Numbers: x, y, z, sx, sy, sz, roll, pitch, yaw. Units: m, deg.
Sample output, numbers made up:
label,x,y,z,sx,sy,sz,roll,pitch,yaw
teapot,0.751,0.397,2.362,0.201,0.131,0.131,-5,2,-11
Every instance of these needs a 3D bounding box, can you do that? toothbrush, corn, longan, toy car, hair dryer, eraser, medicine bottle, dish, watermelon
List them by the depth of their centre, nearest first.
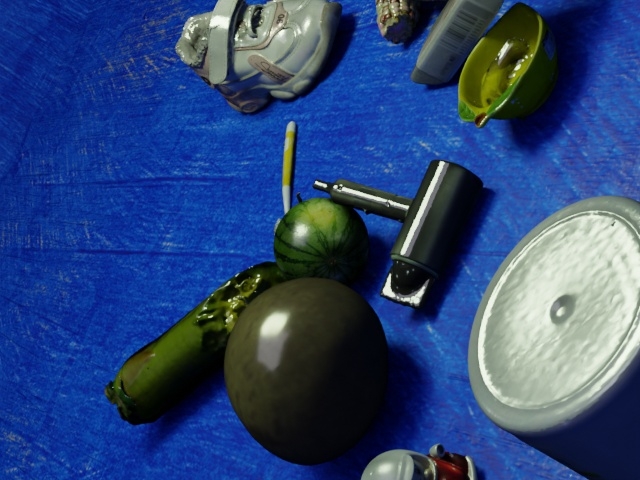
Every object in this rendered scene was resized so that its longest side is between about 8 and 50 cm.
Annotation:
label,x,y,z,sx,sy,sz,roll,pitch,yaw
medicine bottle,0.291,0.110,1.172,0.238,0.232,0.238,-40,32,32
toy car,0.095,0.284,1.450,0.139,0.112,0.112,-26,42,45
longan,-0.018,0.162,1.663,0.246,0.215,0.246,-63,0,-1
dish,0.260,-0.217,1.713,0.149,0.080,0.208,-15,48,54
hair dryer,0.077,-0.026,1.749,0.248,0.078,0.196,18,77,37
eraser,0.203,-0.313,1.817,0.352,0.061,0.089,124,171,-71
watermelon,0.000,0.000,1.867,0.141,0.140,0.187,-52,19,13
corn,0.133,-0.442,2.141,0.092,0.092,0.280,-36,38,37
toothbrush,-0.059,-0.104,2.182,0.021,0.024,0.288,-40,33,35

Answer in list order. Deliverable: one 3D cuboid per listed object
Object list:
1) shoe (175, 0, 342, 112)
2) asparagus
label,x,y,z,sx,sy,sz,roll,pitch,yaw
shoe,-0.120,-0.356,2.347,0.351,0.198,0.172,-25,44,48
asparagus,-0.189,0.160,2.040,0.382,0.128,0.108,-39,70,31
